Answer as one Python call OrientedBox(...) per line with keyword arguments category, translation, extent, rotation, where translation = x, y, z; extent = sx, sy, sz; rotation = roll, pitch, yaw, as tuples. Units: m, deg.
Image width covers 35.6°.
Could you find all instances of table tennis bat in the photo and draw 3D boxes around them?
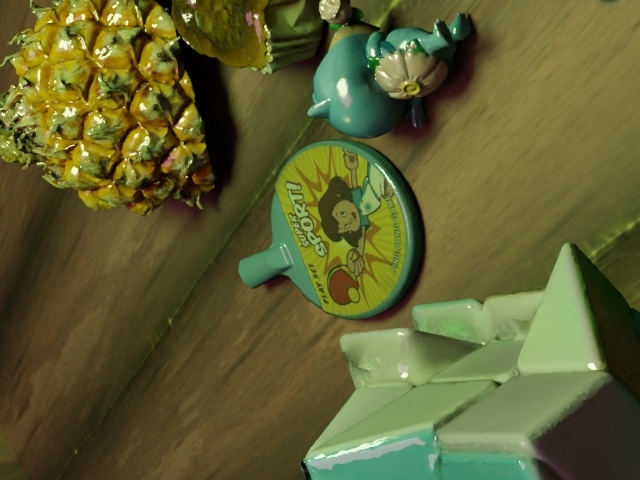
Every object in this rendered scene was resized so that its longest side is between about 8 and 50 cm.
OrientedBox(category="table tennis bat", translation=(0.000, 0.000, 1.205), extent=(0.329, 0.044, 0.215), rotation=(-24, 87, 50))

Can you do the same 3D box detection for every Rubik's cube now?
OrientedBox(category="Rubik's cube", translation=(0.181, 0.212, 0.814), extent=(0.358, 0.368, 0.387), rotation=(-11, 100, 50))

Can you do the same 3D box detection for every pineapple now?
OrientedBox(category="pineapple", translation=(-0.306, -0.177, 1.258), extent=(0.209, 0.286, 0.344), rotation=(137, 110, -75))

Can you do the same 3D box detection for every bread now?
OrientedBox(category="bread", translation=(-0.089, -0.303, 1.124), extent=(0.192, 0.109, 0.210), rotation=(27, 124, 40))

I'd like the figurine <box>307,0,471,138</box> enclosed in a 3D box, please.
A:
OrientedBox(category="figurine", translation=(0.065, -0.188, 1.005), extent=(0.178, 0.114, 0.145), rotation=(-27, 77, 40))
